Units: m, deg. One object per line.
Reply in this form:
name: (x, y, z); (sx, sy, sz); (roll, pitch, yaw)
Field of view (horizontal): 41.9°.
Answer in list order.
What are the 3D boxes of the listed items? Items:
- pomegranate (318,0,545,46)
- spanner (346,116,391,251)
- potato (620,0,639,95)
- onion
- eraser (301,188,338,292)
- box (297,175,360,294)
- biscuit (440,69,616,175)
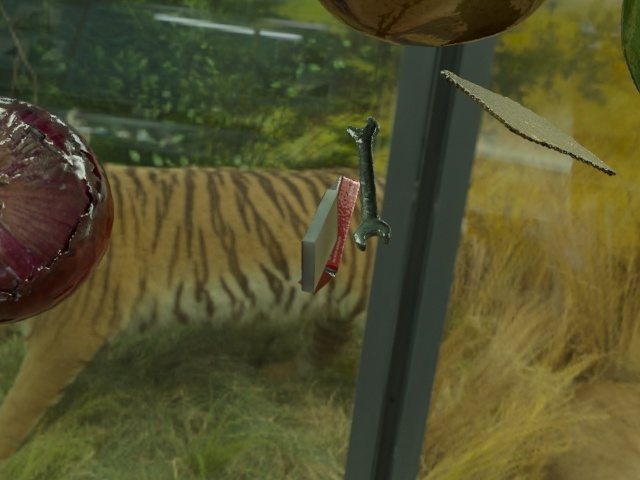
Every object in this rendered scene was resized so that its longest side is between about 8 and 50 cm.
pomegranate: (0.152, -0.459, 1.088); (0.417, 0.416, 0.416); (6, 21, -2)
spanner: (0.068, -0.088, 1.213); (0.054, 0.015, 0.254); (-8, 50, 8)
potato: (0.382, -0.231, 0.767); (0.216, 0.304, 0.215); (-10, 36, 7)
onion: (-0.325, -0.032, 0.815); (0.248, 0.248, 0.161); (6, -1, -1)
eraser: (0.000, 0.000, 1.341); (0.023, 0.103, 0.150); (10, 38, 12)
box: (0.018, -0.012, 1.736); (0.050, 0.123, 0.229); (21, 62, -12)
biscuit: (0.310, -0.180, 1.261); (0.232, 0.013, 0.237); (14, 26, -33)
